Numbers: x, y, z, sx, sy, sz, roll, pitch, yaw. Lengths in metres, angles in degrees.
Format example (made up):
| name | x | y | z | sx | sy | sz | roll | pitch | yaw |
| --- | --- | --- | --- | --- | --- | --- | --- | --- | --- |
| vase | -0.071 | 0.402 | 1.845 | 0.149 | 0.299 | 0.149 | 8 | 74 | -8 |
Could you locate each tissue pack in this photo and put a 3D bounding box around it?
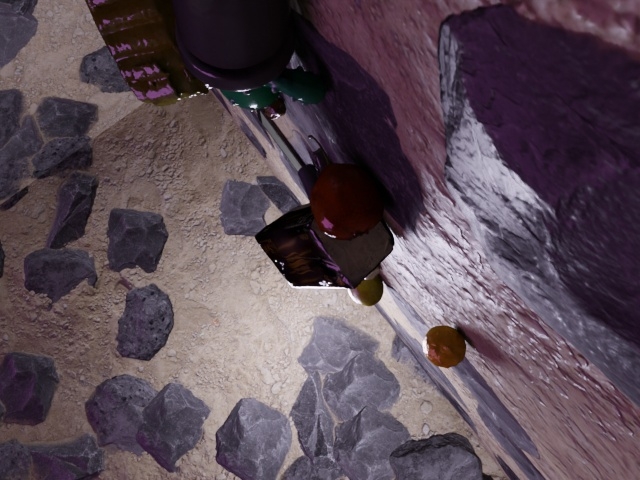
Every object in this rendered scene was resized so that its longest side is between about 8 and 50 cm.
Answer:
| name | x | y | z | sx | sy | sz | roll | pitch | yaw |
| --- | --- | --- | --- | --- | --- | --- | --- | --- | --- |
| tissue pack | 0.000 | 0.000 | 1.306 | 0.210 | 0.198 | 0.370 | 52 | 155 | -14 |

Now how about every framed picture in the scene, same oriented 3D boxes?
| name | x | y | z | sx | sy | sz | roll | pitch | yaw |
| --- | --- | --- | --- | --- | --- | --- | --- | --- | --- |
| framed picture | -0.147 | -0.377 | 1.892 | 0.347 | 0.016 | 0.265 | 54 | 176 | -1 |

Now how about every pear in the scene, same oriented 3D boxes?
| name | x | y | z | sx | sy | sz | roll | pitch | yaw |
| --- | --- | --- | --- | --- | --- | --- | --- | --- | --- |
| pear | 0.186 | 0.192 | 1.992 | 0.162 | 0.148 | 0.149 | 61 | 175 | -14 |

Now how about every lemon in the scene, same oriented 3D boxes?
| name | x | y | z | sx | sy | sz | roll | pitch | yaw |
| --- | --- | --- | --- | --- | --- | --- | --- | --- | --- |
| lemon | 0.331 | 0.285 | 1.288 | 0.114 | 0.114 | 0.155 | 52 | 180 | 12 |

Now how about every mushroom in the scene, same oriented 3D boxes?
| name | x | y | z | sx | sy | sz | roll | pitch | yaw |
| --- | --- | --- | --- | --- | --- | --- | --- | --- | --- |
| mushroom | -0.158 | -0.415 | 1.368 | 0.187 | 0.061 | 0.060 | 56 | -177 | 29 |

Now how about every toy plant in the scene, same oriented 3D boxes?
| name | x | y | z | sx | sy | sz | roll | pitch | yaw |
| --- | --- | --- | --- | --- | --- | --- | --- | --- | --- |
| toy plant | -0.120 | -0.315 | 0.773 | 0.400 | 0.279 | 0.186 | 107 | 168 | -78 |

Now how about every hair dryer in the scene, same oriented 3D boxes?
| name | x | y | z | sx | sy | sz | roll | pitch | yaw |
| --- | --- | --- | --- | --- | --- | --- | --- | --- | --- |
| hair dryer | 0.010 | -0.171 | 1.433 | 0.301 | 0.121 | 0.361 | 61 | 171 | 24 |

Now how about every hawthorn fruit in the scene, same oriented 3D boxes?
| name | x | y | z | sx | sy | sz | roll | pitch | yaw |
| --- | --- | --- | --- | --- | --- | --- | --- | --- | --- |
| hawthorn fruit | 0.038 | -0.138 | 1.062 | 0.165 | 0.165 | 0.286 | 63 | -170 | -71 |

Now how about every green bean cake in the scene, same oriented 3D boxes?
| name | x | y | z | sx | sy | sz | roll | pitch | yaw |
| --- | --- | --- | --- | --- | --- | --- | --- | --- | --- |
| green bean cake | -0.288 | -0.459 | 0.985 | 0.310 | 0.201 | 0.285 | -73 | -29 | -44 |

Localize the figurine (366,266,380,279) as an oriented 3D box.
| name | x | y | z | sx | sy | sz | roll | pitch | yaw |
| --- | --- | --- | --- | --- | --- | --- | --- | --- | --- |
| figurine | 0.158 | 0.084 | 1.837 | 0.146 | 0.081 | 0.098 | 51 | 176 | 27 |
